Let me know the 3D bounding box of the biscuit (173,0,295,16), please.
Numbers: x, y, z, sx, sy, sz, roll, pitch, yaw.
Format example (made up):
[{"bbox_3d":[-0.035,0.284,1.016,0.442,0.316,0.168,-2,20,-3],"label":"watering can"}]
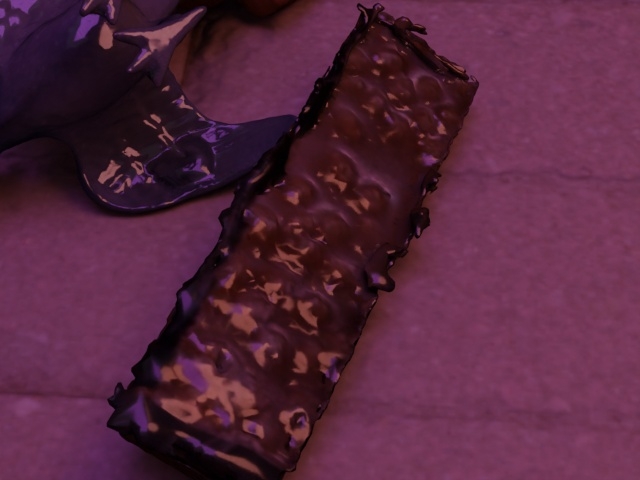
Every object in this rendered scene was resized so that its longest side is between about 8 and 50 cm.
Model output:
[{"bbox_3d":[-0.122,-0.268,0.944,0.306,0.043,0.284,42,51,0],"label":"biscuit"}]

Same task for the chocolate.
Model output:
[{"bbox_3d":[-0.005,0.001,0.780,0.102,0.065,0.329,30,54,-1],"label":"chocolate"}]

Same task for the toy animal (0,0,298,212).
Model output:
[{"bbox_3d":[-0.137,-0.111,0.818,0.255,0.176,0.239,-43,102,-31],"label":"toy animal"}]
